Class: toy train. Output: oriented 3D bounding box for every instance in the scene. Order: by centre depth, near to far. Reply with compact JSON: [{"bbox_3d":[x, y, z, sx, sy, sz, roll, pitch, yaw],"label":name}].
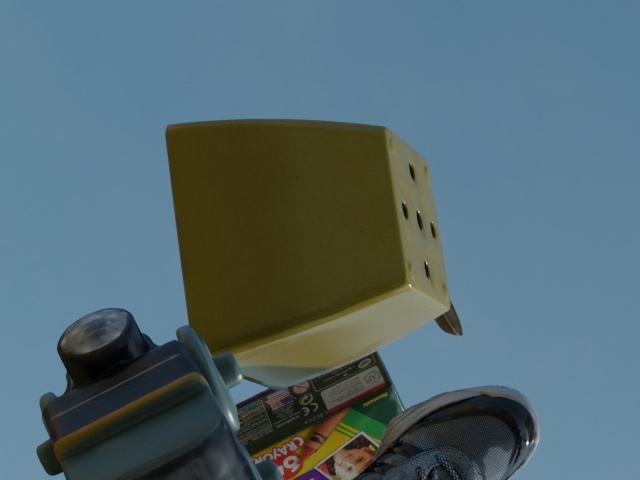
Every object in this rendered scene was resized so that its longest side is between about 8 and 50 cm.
[{"bbox_3d":[-0.072,0.202,1.238,0.190,0.142,0.334,-125,-168,-62],"label":"toy train"}]

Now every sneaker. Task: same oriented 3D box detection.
[{"bbox_3d":[0.058,0.210,1.476,0.101,0.269,0.153,59,-1,-12],"label":"sneaker"}]

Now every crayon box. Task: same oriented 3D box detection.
[{"bbox_3d":[-0.030,0.341,2.685,0.313,0.363,0.106,64,0,-42],"label":"crayon box"}]

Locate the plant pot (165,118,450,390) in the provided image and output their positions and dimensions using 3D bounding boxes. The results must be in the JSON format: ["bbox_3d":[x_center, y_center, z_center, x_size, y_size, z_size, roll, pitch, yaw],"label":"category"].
[{"bbox_3d":[0.000,0.000,1.738,0.212,0.187,0.212,30,49,-68],"label":"plant pot"}]

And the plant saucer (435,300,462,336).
[{"bbox_3d":[0.128,0.070,2.144,0.083,0.015,0.083,58,12,-20],"label":"plant saucer"}]
